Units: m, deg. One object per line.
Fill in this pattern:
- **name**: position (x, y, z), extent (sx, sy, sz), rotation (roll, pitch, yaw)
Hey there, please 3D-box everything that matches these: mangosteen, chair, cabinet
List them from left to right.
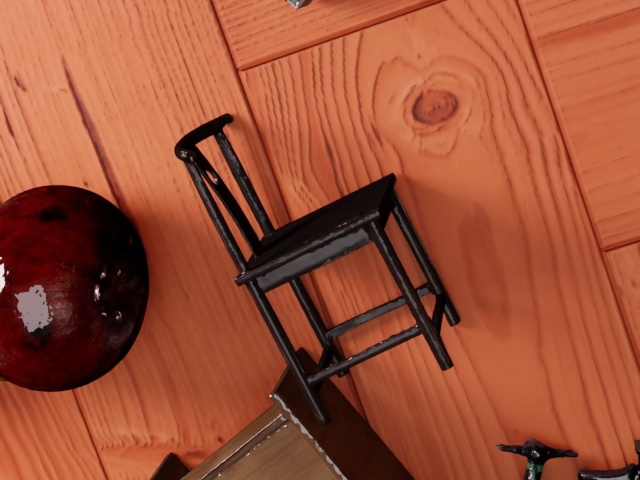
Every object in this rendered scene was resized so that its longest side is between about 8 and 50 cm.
- **mangosteen**: position (-0.245, 0.043, 1.505), extent (0.199, 0.200, 0.200), rotation (2, 103, 9)
- **cabinet**: position (-0.024, 0.243, 1.514), extent (0.175, 0.148, 0.215), rotation (-39, 93, 15)
- **chair**: position (0.000, 0.000, 1.459), extent (0.141, 0.154, 0.260), rotation (-25, 100, 13)

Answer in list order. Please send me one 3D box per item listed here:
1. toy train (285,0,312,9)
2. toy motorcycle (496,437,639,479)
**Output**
- **toy train**: position (-0.087, -0.291, 1.458), extent (0.234, 0.051, 0.052), rotation (42, 105, 2)
- **toy motorcycle**: position (0.230, 0.222, 1.517), extent (0.173, 0.058, 0.100), rotation (-3, 95, 9)
